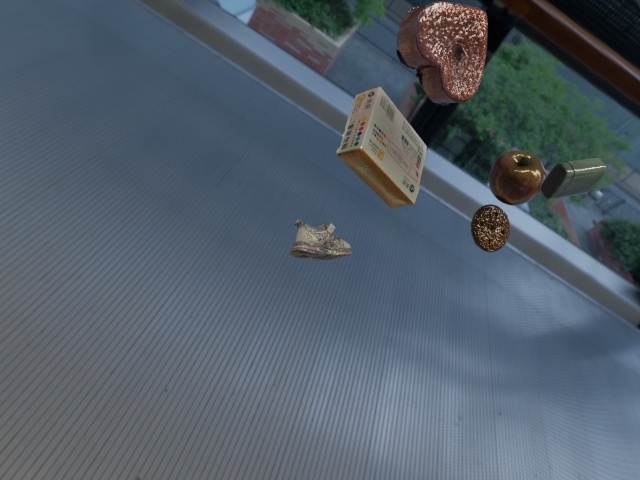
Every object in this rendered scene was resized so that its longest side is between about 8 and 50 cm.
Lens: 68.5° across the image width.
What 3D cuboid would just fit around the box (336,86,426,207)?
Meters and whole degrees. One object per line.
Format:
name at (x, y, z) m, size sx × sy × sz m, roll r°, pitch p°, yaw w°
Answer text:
box at (0.180, -0.247, 1.298) m, size 0.274 × 0.091 × 0.220 m, roll 40°, pitch 58°, yaw -37°

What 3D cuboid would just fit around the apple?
apple at (0.700, -0.221, 1.680) m, size 0.188 × 0.173 × 0.188 m, roll -6°, pitch 52°, yaw 7°

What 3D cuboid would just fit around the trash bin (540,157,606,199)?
trash bin at (0.700, -0.172, 1.308) m, size 0.130 × 0.116 × 0.059 m, roll -9°, pitch 57°, yaw -13°

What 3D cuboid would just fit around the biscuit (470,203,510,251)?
biscuit at (0.661, -0.047, 1.818) m, size 0.188 × 0.027 × 0.187 m, roll 0°, pitch 89°, yaw -23°

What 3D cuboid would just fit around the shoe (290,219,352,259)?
shoe at (0.000, 0.000, 1.202) m, size 0.180 × 0.089 × 0.092 m, roll 5°, pitch 77°, yaw -38°

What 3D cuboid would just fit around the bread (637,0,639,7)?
bread at (0.992, -0.643, 1.155) m, size 0.166 × 0.112 × 0.384 m, roll 23°, pitch -6°, yaw -31°

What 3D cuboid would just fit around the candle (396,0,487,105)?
candle at (0.404, -0.590, 1.433) m, size 0.317 × 0.287 × 0.131 m, roll 50°, pitch -13°, yaw -28°
